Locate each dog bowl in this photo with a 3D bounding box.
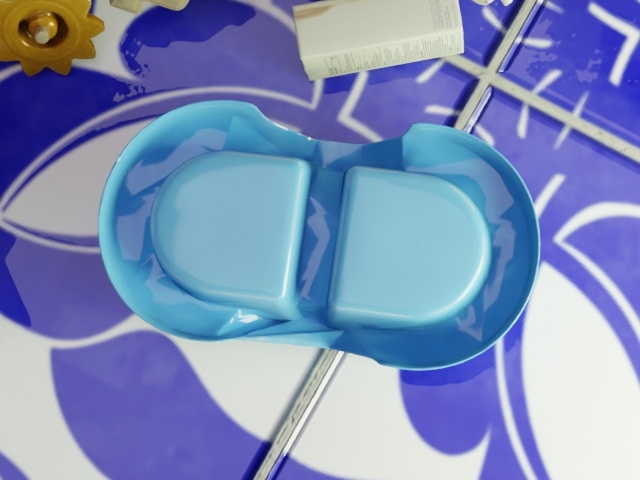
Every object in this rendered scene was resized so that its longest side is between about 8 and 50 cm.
[{"bbox_3d":[0.000,0.000,1.158,0.297,0.074,0.166,7,82,6],"label":"dog bowl"}]

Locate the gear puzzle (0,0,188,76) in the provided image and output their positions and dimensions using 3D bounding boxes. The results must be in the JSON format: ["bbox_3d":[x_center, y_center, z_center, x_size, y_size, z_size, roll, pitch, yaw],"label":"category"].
[{"bbox_3d":[-0.135,-0.241,1.137,0.175,0.339,0.044,16,39,-20],"label":"gear puzzle"}]

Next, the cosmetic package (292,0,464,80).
[{"bbox_3d":[0.041,-0.148,1.185,0.115,0.060,0.041,-9,79,3],"label":"cosmetic package"}]

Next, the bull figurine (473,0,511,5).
[{"bbox_3d":[0.091,-0.282,1.152,0.310,0.101,0.188,25,63,-1],"label":"bull figurine"}]
